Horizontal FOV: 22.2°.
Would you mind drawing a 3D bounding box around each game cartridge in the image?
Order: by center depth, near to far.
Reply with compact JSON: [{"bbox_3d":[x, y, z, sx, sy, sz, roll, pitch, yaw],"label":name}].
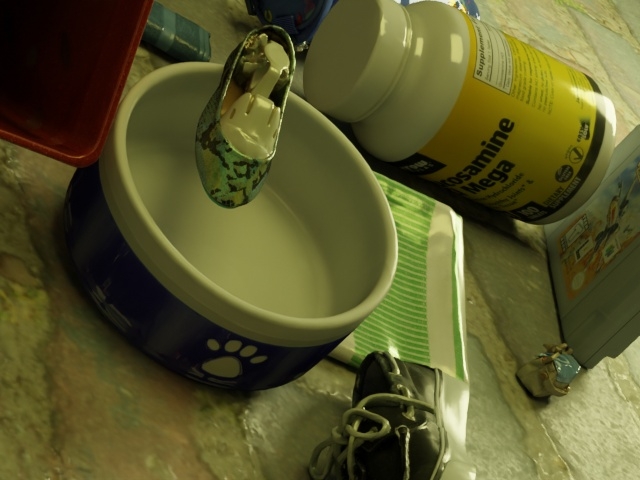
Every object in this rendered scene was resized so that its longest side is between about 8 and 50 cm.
[{"bbox_3d":[0.340,-0.008,1.814,0.062,0.198,0.297,30,26,-15],"label":"game cartridge"}]

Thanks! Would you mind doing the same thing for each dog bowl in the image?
[{"bbox_3d":[-0.072,-0.013,1.335,0.264,0.104,0.265,22,43,-23],"label":"dog bowl"}]

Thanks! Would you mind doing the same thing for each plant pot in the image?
[{"bbox_3d":[-0.286,-0.230,1.228,0.267,0.267,0.235,20,-3,-30],"label":"plant pot"}]

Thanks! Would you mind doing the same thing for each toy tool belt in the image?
[{"bbox_3d":[0.237,0.127,1.629,0.052,0.051,0.083,50,28,22],"label":"toy tool belt"}]

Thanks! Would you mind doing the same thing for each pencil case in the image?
[{"bbox_3d":[0.056,-0.268,1.920,0.119,0.133,0.306,12,3,43],"label":"pencil case"}]

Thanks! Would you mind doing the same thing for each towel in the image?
[{"bbox_3d":[0.000,0.000,1.496,0.324,0.038,0.248,26,42,-23],"label":"towel"},{"bbox_3d":[-0.169,-0.222,1.703,0.119,0.029,0.067,28,27,-21],"label":"towel"}]

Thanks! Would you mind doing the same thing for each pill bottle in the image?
[{"bbox_3d":[0.154,-0.153,1.824,0.334,0.188,0.188,21,30,-30],"label":"pill bottle"}]

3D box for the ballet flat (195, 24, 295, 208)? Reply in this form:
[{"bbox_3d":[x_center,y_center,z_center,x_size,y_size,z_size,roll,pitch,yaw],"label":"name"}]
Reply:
[{"bbox_3d":[-0.056,-0.107,1.300,0.070,0.070,0.188,28,41,-20],"label":"ballet flat"}]

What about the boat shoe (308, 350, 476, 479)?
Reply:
[{"bbox_3d":[0.055,0.165,1.267,0.105,0.113,0.306,29,24,-5],"label":"boat shoe"}]

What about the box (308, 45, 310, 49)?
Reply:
[{"bbox_3d":[0.007,-0.237,1.966,0.083,0.018,0.067,48,28,20],"label":"box"}]
